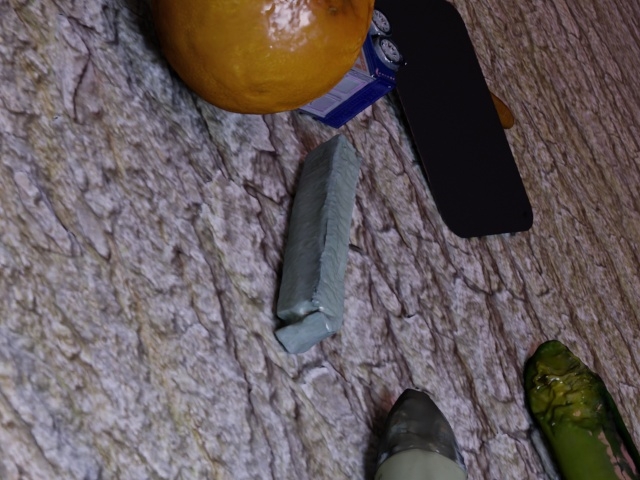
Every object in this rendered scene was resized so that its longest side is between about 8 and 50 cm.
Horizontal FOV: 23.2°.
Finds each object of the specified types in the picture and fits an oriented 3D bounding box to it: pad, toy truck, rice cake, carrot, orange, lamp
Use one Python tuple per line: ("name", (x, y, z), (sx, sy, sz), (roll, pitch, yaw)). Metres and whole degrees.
("pad", (0.151, -0.171, 2.220), (0.315, 0.063, 0.375), (-4, 72, -53))
("toy truck", (-0.008, -0.292, 1.974), (0.155, 0.124, 0.268), (16, 49, -45))
("rice cake", (0.000, 0.000, 1.748), (0.063, 0.066, 0.336), (45, 31, -24))
("carrot", (0.259, -0.206, 2.394), (0.139, 0.048, 0.048), (30, 38, -43))
("orange", (-0.068, -0.267, 1.723), (0.261, 0.261, 0.261), (39, 33, -32))
("lamp", (0.105, 0.248, 1.632), (0.101, 0.101, 0.250), (43, 27, -26))

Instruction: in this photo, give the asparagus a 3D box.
("asparagus", (0.354, 0.288, 1.984), (0.128, 0.108, 0.382), (11, 51, -53))
